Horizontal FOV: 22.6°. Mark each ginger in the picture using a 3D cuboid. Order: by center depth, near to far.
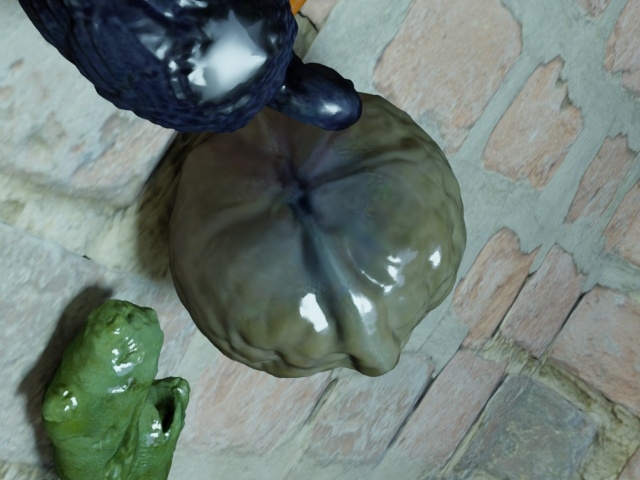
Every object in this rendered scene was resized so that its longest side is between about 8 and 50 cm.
[{"bbox_3d":[-0.170,0.150,1.353,0.137,0.089,0.290,-33,149,-11],"label":"ginger"}]

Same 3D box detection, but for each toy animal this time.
[{"bbox_3d":[-0.100,-0.139,0.952,0.122,0.185,0.298,-54,141,4],"label":"toy animal"}]

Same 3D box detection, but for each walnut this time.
[{"bbox_3d":[-0.001,-0.002,1.307,0.248,0.248,0.248,-47,157,-27],"label":"walnut"}]

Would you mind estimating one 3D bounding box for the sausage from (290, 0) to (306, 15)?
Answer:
[{"bbox_3d":[-0.032,-0.203,1.168,0.234,0.071,0.071,-54,159,-11],"label":"sausage"}]
